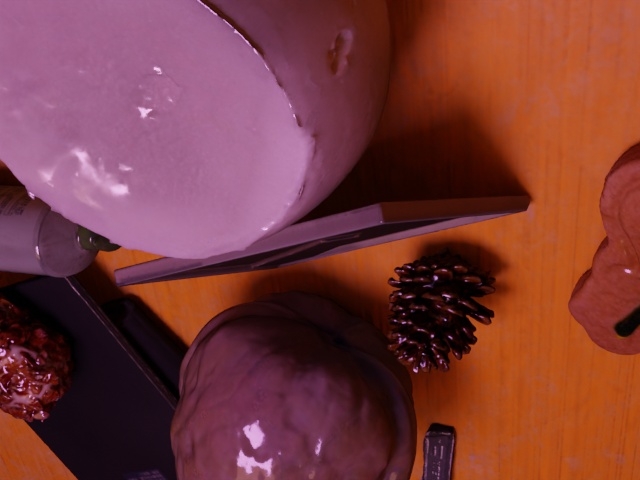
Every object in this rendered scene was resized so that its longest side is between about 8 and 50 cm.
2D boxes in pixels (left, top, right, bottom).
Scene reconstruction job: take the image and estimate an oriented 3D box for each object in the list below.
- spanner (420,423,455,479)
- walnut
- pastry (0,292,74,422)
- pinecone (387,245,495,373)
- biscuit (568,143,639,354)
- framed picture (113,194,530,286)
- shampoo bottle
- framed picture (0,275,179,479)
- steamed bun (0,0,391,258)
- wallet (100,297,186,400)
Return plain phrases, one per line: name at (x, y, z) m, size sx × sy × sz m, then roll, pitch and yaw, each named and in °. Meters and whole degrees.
spanner at (0.131, 0.309, 1.496) m, size 0.093 × 0.026 × 0.325 m, roll 14°, pitch 139°, yaw 15°
walnut at (-0.030, 0.175, 1.261) m, size 0.248 × 0.248 × 0.248 m, roll 16°, pitch 140°, yaw 14°
pastry at (-0.354, 0.103, 1.400) m, size 0.208 × 0.097 × 0.115 m, roll 38°, pitch 128°, yaw -3°
pinecone at (0.099, 0.061, 1.173) m, size 0.102 × 0.109 × 0.102 m, roll 33°, pitch 164°, yaw 11°
biscuit at (0.312, 0.004, 1.035) m, size 0.202 × 0.047 × 0.334 m, roll 19°, pitch 140°, yaw 11°
framed picture at (0.000, 0.000, 1.114) m, size 0.289 × 0.213 × 0.016 m, roll -14°, pitch 85°, yaw 39°
shampoo bottle at (-0.295, -0.011, 1.317) m, size 0.234 × 0.118 × 0.087 m, roll 4°, pitch 106°, yaw 26°
framed picture at (-0.262, 0.180, 1.496) m, size 0.255 × 0.014 × 0.338 m, roll -17°, pitch 119°, yaw 40°
steamed bun at (-0.100, -0.150, 0.973) m, size 0.324 × 0.206 × 0.324 m, roll 15°, pitch 135°, yaw 15°
wallet at (-0.158, 0.236, 1.556) m, size 0.228 × 0.062 × 0.406 m, roll -19°, pitch 121°, yaw 43°
